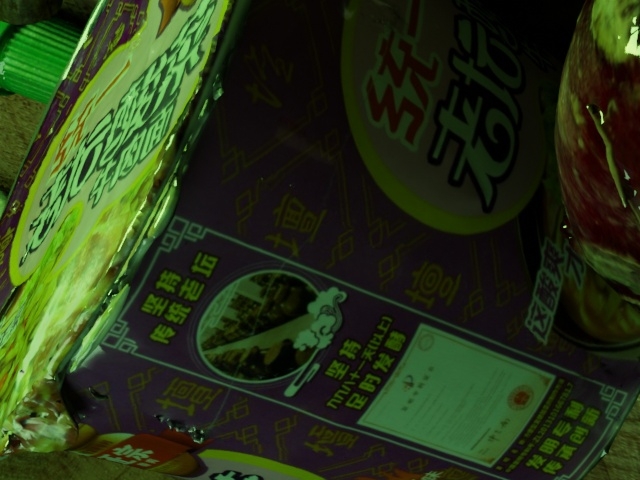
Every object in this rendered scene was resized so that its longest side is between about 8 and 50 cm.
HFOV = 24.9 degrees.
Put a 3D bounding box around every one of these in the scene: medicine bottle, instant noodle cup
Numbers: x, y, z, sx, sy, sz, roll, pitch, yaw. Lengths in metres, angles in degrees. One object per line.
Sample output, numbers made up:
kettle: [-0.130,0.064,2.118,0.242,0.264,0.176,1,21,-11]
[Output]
medicine bottle: [-0.238,-0.148,1.022,0.309,0.076,0.111,21,168,16]
instant noodle cup: [0.000,0.000,0.731,0.266,0.339,0.340,26,163,-20]

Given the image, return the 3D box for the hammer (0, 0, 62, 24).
hammer: [-0.179,-0.190,0.778,0.243,0.095,0.409,18,168,-3]

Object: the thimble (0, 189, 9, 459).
thimble: [-0.384,0.083,1.525,0.292,0.291,0.195,11,149,41]

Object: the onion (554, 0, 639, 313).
onion: [0.202,-0.046,0.507,0.246,0.190,0.246,8,147,5]
